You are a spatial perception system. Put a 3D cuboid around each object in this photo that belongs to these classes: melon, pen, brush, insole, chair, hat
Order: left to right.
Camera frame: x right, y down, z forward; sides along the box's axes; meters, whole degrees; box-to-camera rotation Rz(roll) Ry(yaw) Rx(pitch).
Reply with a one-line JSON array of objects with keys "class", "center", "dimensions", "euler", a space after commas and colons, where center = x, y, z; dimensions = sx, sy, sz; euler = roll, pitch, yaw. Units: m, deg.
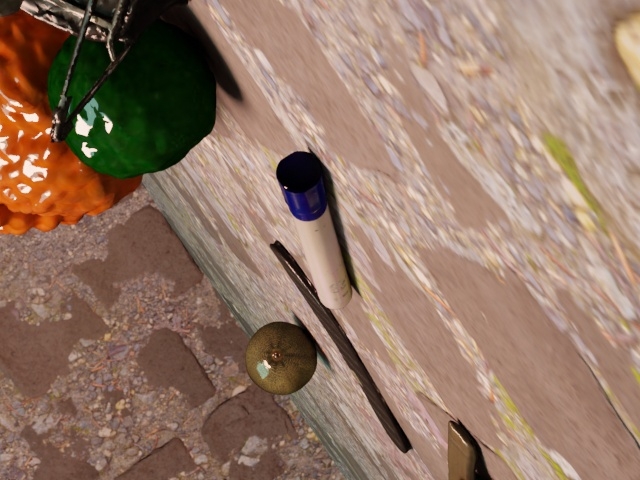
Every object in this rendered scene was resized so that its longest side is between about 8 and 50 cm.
[{"class": "chair", "center": [-0.166, -0.187, 0.903], "dimensions": [0.140, 0.145, 0.221], "euler": [27, -146, 6]}, {"class": "hat", "center": [-0.211, -0.119, 1.226], "dimensions": [0.400, 0.285, 0.285], "euler": [21, 151, 40]}, {"class": "melon", "center": [-0.051, 0.156, 1.839], "dimensions": [0.098, 0.098, 0.130], "euler": [53, 179, 13]}, {"class": "pen", "center": [0.000, -0.001, 1.071], "dimensions": [0.033, 0.033, 0.269], "euler": [52, 173, 21]}, {"class": "insole", "center": [0.025, 0.122, 1.535], "dimensions": [0.309, 0.012, 0.110], "euler": [60, 170, -32]}, {"class": "brush", "center": [0.129, 0.203, 1.204], "dimensions": [0.034, 0.027, 0.190], "euler": [46, 162, 29]}]

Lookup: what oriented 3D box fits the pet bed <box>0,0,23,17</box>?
[{"class": "pet bed", "center": [-0.184, -0.197, 0.673], "dimensions": [0.159, 0.211, 0.183], "euler": [48, 177, -37]}]
